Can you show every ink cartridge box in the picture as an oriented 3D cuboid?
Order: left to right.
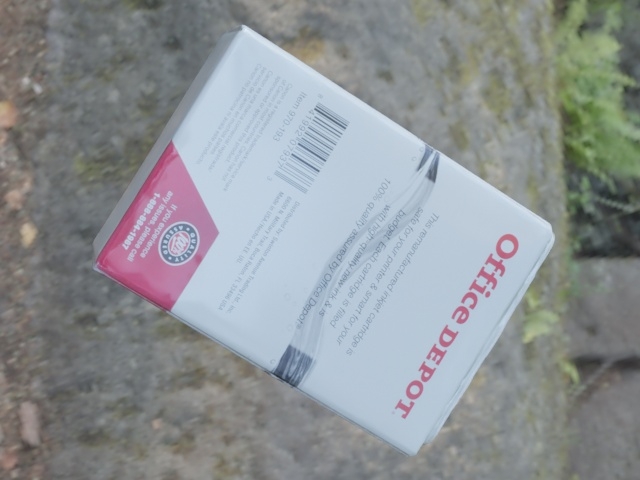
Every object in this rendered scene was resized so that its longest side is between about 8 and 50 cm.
[{"bbox_3d":[0.000,0.000,0.571,0.150,0.063,0.109,32,90,-12],"label":"ink cartridge box"}]
